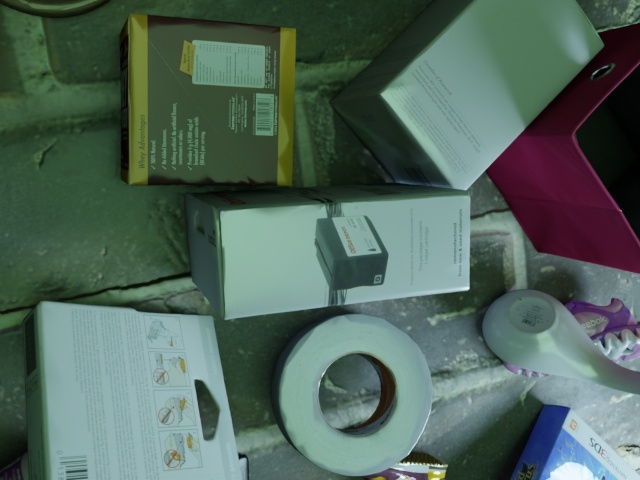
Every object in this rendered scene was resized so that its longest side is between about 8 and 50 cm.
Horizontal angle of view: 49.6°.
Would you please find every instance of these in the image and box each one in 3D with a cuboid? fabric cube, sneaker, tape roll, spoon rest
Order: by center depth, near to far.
[{"bbox_3d":[0.043,0.213,0.973,0.219,0.072,0.219,2,83,-12],"label":"tape roll"},{"bbox_3d":[0.414,-0.135,0.992,0.254,0.258,0.259,-43,109,-9],"label":"fabric cube"},{"bbox_3d":[0.374,0.158,1.031,0.137,0.276,0.084,-49,142,-25],"label":"spoon rest"},{"bbox_3d":[0.108,0.367,1.049,0.186,0.069,0.083,11,88,-20],"label":"sneaker"},{"bbox_3d":[0.403,0.152,1.121,0.236,0.095,0.104,-11,61,-1],"label":"sneaker"}]

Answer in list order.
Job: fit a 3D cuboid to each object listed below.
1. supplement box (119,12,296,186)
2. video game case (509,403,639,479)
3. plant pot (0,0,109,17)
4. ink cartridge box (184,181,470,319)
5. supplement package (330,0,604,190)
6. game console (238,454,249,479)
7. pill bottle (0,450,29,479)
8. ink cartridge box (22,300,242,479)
[{"bbox_3d":[-0.143,-0.164,0.854,0.194,0.129,0.191,-1,98,-20],"label":"supplement box"},{"bbox_3d":[0.408,0.450,1.134,0.244,0.061,0.269,42,65,-19],"label":"video game case"},{"bbox_3d":[-0.312,-0.381,0.776,0.237,0.110,0.237,-2,97,-19],"label":"plant pot"},{"bbox_3d":[0.000,0.000,0.878,0.308,0.223,0.129,-5,99,-19],"label":"ink cartridge box"},{"bbox_3d":[0.195,-0.225,0.943,0.293,0.177,0.175,-45,109,-8],"label":"supplement package"},{"bbox_3d":[-0.161,0.370,0.983,0.107,0.071,0.122,0,97,10],"label":"game console"},{"bbox_3d":[-0.404,0.387,0.813,0.302,0.169,0.169,-34,107,-13],"label":"pill bottle"},{"bbox_3d":[-0.224,0.213,0.837,0.239,0.060,0.275,11,53,-41],"label":"ink cartridge box"}]
